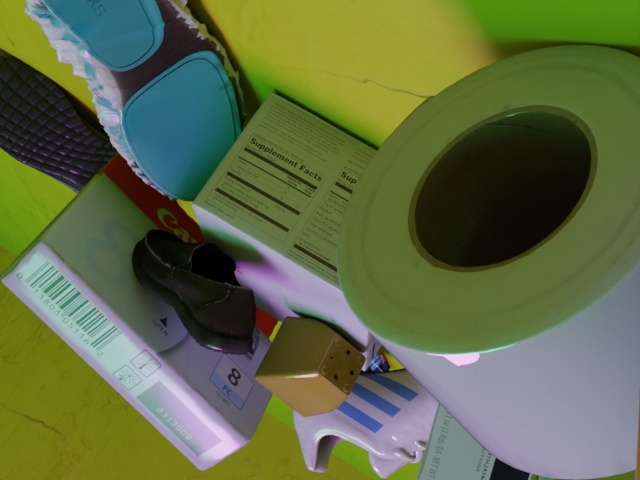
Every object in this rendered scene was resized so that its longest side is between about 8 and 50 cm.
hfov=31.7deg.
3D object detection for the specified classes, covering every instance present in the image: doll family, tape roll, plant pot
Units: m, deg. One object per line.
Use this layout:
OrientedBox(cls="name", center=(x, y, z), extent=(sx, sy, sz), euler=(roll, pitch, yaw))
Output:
OrientedBox(cls="doll family", center=(0.067, 0.203, 1.767), extent=(0.111, 0.076, 0.193), euler=(51, 171, 9))
OrientedBox(cls="tape roll", center=(0.155, 0.014, 0.757), extent=(0.246, 0.246, 0.169), euler=(16, 157, 47))
OrientedBox(cls="plant pot", center=(-0.001, 0.131, 1.176), extent=(0.081, 0.081, 0.083), euler=(42, 152, -26))

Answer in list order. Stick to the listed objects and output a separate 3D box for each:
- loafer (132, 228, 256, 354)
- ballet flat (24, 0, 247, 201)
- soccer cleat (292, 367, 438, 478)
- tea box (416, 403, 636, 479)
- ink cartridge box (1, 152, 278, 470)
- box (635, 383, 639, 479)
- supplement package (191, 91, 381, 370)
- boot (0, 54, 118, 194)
OrientedBox(cls="loafer", center=(-0.119, 0.035, 1.146), extent=(0.080, 0.078, 0.220), euler=(10, -162, -39))
OrientedBox(cls="ballet flat", center=(-0.177, -0.196, 1.062), extent=(0.147, 0.147, 0.409), euler=(26, 159, 26))
OrientedBox(cls="soccer cleat", center=(0.124, 0.209, 1.351), extent=(0.331, 0.143, 0.116), euler=(-11, 158, 22))
OrientedBox(cls="tea box", center=(0.308, 0.205, 0.895), extent=(0.329, 0.220, 0.323), euler=(21, 174, -39))
OrientedBox(cls="ink cartridge box", center=(-0.156, 0.034, 1.330), extent=(0.308, 0.385, 0.091), euler=(46, 123, -12))
OrientedBox(cls="box", center=(0.283, 0.093, 0.521), extent=(0.168, 0.345, 0.215), euler=(-6, -171, -37))
OrientedBox(cls="supplement package", center=(0.000, 0.000, 1.190), extent=(0.204, 0.145, 0.262), euler=(30, 163, 11))
OrientedBox(cls="boot", center=(-0.360, -0.117, 1.622), extent=(0.338, 0.118, 0.223), euler=(39, 169, -3))
